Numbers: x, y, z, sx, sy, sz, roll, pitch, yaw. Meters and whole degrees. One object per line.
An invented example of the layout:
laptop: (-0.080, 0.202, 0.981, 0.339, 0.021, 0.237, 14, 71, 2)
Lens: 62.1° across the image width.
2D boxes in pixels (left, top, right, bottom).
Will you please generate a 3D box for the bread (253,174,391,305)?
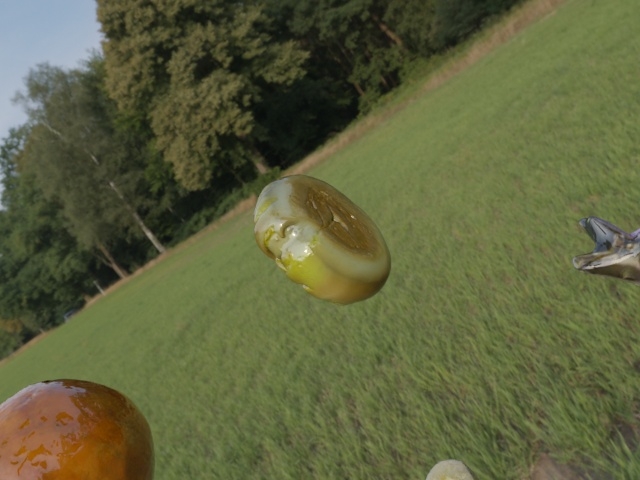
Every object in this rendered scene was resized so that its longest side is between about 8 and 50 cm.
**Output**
bread: (0.000, 0.000, 0.749, 0.104, 0.213, 0.213, -52, -2, 33)

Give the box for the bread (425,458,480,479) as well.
bread: (0.127, 0.263, 0.394, 0.060, 0.178, 0.139, -16, 42, 16)

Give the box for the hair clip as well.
hair clip: (0.425, 0.054, 0.584, 0.084, 0.292, 0.106, -63, -9, 1)

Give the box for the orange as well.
orange: (-0.336, 0.313, 0.655, 0.283, 0.226, 0.284, -53, 12, 17)
